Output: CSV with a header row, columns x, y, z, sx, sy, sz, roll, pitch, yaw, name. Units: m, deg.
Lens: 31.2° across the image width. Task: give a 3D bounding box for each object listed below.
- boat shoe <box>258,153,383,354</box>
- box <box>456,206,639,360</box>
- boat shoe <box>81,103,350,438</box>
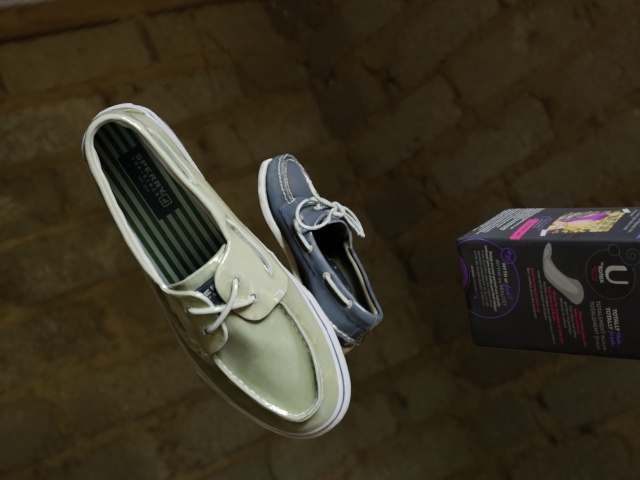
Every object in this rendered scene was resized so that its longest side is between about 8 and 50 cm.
x,y,z,sx,sy,sz,roll,pitch,yaw,name
0.000,0.000,1.246,0.095,0.255,0.079,20,-49,-42,boat shoe
0.338,0.051,1.514,0.270,0.165,0.143,2,20,40,box
-0.087,0.031,0.864,0.109,0.302,0.094,-38,3,5,boat shoe
